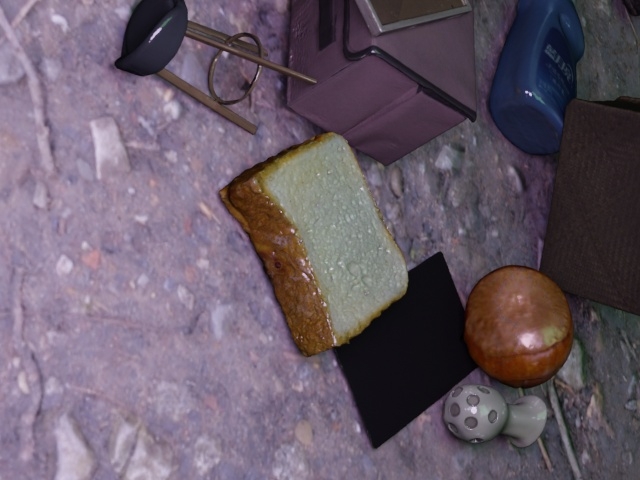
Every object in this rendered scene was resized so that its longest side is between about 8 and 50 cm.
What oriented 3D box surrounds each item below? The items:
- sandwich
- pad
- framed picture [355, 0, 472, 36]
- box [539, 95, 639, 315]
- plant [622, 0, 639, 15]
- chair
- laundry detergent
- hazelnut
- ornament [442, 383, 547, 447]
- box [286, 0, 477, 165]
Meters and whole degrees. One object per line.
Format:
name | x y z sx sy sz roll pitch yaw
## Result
sandwich | 0.000 0.000 1.353 0.186 0.065 0.215 -32 99 -48
pad | 0.106 0.126 1.482 0.265 0.009 0.160 -28 99 -49
framed picture | 0.083 -0.303 1.334 0.203 0.015 0.150 -26 89 -51
box | 0.431 -0.054 1.689 0.143 0.184 0.273 -10 112 -49
plant | 0.543 -0.508 2.050 0.164 0.141 0.256 -19 103 -48
chair | -0.119 -0.196 1.279 0.221 0.104 0.095 15 44 -48
laundry detergent | 0.327 -0.270 1.774 0.143 0.094 0.290 39 53 -31
hazelnut | 0.254 0.111 1.550 0.150 0.150 0.150 17 66 -43
ornament | 0.211 0.216 1.522 0.156 0.075 0.081 14 26 -45
box | 0.071 -0.244 1.421 0.188 0.153 0.252 26 50 -37
